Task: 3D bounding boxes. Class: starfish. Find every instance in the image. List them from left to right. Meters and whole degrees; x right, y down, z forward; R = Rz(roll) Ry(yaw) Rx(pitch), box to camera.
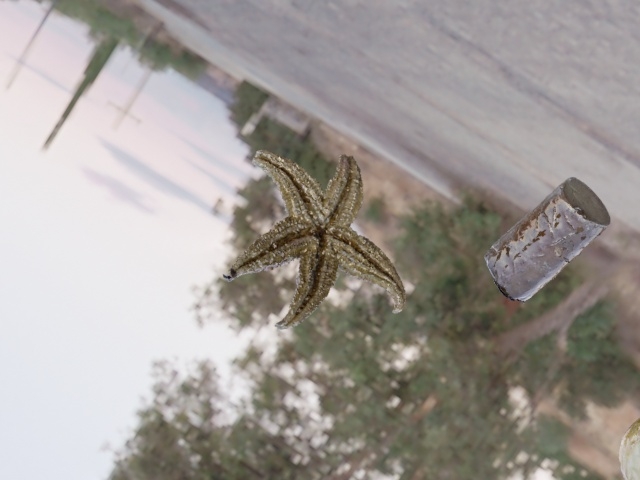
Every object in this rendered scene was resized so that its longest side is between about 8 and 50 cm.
[{"bbox_3d":[0.000,0.001,1.420,0.240,0.227,0.043,40,156,3],"label":"starfish"}]

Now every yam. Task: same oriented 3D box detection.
[{"bbox_3d":[0.253,0.001,1.428,0.079,0.141,0.079,32,-148,-22],"label":"yam"}]

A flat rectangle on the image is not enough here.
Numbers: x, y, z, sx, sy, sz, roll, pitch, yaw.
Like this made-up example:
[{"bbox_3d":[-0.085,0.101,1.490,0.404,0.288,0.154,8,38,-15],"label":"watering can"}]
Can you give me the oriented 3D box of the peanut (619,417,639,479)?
[{"bbox_3d":[0.331,0.227,1.202,0.087,0.087,0.207,38,163,36],"label":"peanut"}]
